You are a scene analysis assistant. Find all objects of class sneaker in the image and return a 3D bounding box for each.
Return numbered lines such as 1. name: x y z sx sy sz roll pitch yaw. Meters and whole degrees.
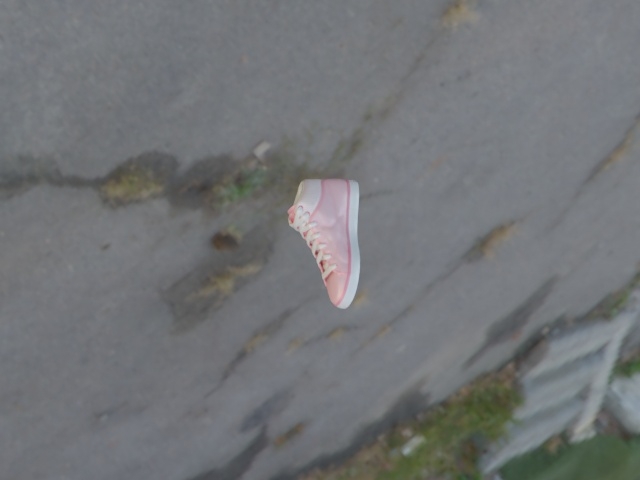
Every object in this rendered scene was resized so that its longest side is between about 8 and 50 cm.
1. sneaker: 0.000 0.000 1.170 0.070 0.134 0.051 8 157 -17
